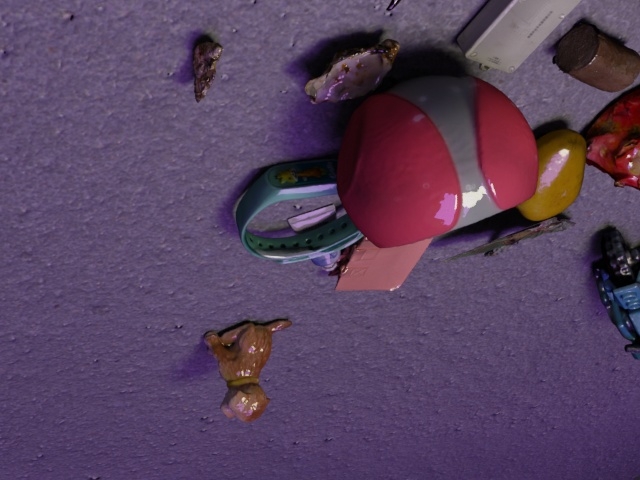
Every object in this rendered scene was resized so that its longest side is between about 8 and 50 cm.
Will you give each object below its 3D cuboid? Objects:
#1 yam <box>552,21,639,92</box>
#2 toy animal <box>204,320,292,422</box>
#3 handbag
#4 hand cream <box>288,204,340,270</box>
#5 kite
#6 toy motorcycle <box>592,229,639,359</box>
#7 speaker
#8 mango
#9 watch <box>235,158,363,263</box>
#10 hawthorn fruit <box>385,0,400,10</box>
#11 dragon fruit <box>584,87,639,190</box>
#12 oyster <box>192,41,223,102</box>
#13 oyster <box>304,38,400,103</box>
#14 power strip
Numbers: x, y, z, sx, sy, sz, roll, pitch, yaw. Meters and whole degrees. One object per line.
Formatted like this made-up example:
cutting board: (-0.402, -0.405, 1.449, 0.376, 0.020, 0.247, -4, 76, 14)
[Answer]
yam: (0.425, -0.274, 1.365, 0.127, 0.084, 0.084, 16, 134, -37)
toy animal: (-0.123, 0.257, 1.766, 0.183, 0.185, 0.104, -18, 145, -2)
handbag: (0.115, 0.010, 1.640, 0.157, 0.059, 0.212, -1, 141, -27)
hand cream: (0.000, 0.000, 1.585, 0.084, 0.053, 0.142, -18, 137, 0)
kite: (0.380, -0.002, 1.712, 0.322, 0.013, 0.268, -14, 169, -21)
toy motorcycle: (0.709, 0.138, 1.960, 0.172, 0.232, 0.416, -19, 148, 22)
speaker: (0.175, -0.109, 1.308, 0.294, 0.294, 0.294, -13, 146, -9)
mango: (0.399, -0.119, 1.564, 0.137, 0.098, 0.195, 0, 136, -21)
watch: (-0.019, -0.044, 1.469, 0.237, 0.068, 0.195, -10, 139, -11)
hawthorn fruit: (0.129, -0.362, 0.931, 0.254, 0.254, 0.300, 3, 133, -30)
dragon fruit: (0.584, -0.182, 1.534, 0.261, 0.163, 0.189, -15, 119, -5)
oyster: (-0.155, -0.221, 1.168, 0.038, 0.081, 0.083, 21, 99, -15)
oyster: (0.044, -0.240, 1.250, 0.148, 0.051, 0.103, -17, 161, 10)
power strip: (0.334, -0.371, 1.211, 0.106, 0.043, 0.367, 10, 138, -37)
